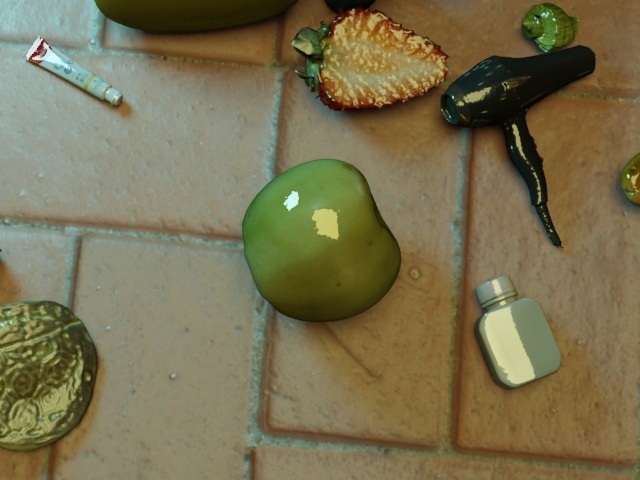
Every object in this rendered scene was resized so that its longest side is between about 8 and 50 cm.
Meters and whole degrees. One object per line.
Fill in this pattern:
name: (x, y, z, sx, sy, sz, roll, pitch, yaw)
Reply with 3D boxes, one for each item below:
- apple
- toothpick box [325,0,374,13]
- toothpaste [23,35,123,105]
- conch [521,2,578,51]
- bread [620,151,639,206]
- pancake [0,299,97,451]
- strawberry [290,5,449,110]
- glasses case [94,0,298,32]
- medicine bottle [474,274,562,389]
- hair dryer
apple: (0.000, 0.000, 1.745, 0.262, 0.262, 0.263, 1, 78, -4)
toothpick box: (0.060, -0.464, 1.876, 0.120, 0.184, 0.120, 1, 83, -6)
toothpaste: (-0.431, -0.294, 1.886, 0.190, 0.031, 0.048, 31, 81, 6)
conch: (0.418, -0.385, 1.947, 0.121, 0.074, 0.089, -1, 83, -25)
bread: (0.610, -0.119, 1.894, 0.189, 0.077, 0.114, -18, 100, -8)
pancake: (-0.485, 0.220, 1.745, 0.250, 0.031, 0.250, 1, 87, -19)
strawberry: (0.075, -0.307, 1.889, 0.286, 0.106, 0.188, 7, 82, -15)
glasses case: (-0.206, -0.448, 1.858, 0.371, 0.173, 0.141, -6, 78, -3)
medicine bottle: (0.326, 0.154, 1.820, 0.119, 0.069, 0.183, -21, 81, -7)
hair dryer: (0.390, -0.164, 1.898, 0.303, 0.120, 0.360, -18, 90, -22)
